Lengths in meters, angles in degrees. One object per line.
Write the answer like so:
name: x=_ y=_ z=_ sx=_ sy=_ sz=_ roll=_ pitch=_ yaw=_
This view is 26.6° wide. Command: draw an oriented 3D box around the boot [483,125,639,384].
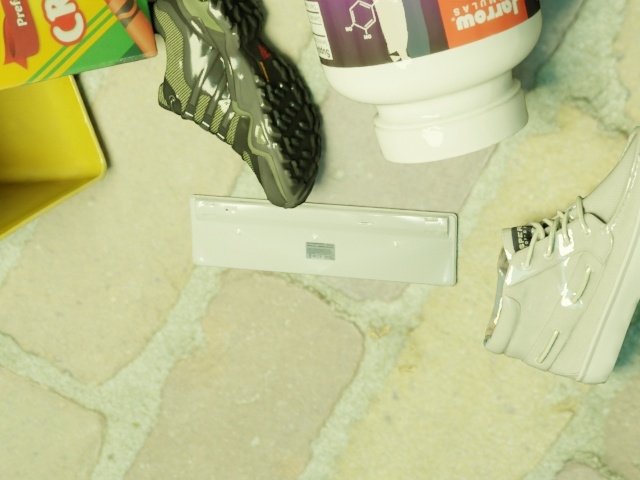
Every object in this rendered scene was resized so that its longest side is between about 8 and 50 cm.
boot: x=0.216 y=0.004 z=1.155 sx=0.123 sy=0.095 sz=0.258 roll=14 pitch=116 yaw=2

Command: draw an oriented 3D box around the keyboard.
keyboard: x=0.000 y=0.000 z=1.263 sx=0.256 sy=0.014 sz=0.072 roll=5 pitch=118 yaw=14

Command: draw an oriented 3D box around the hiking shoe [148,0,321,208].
hiking shoe: x=-0.082 y=-0.128 z=1.205 sx=0.114 sy=0.086 sz=0.227 roll=-18 pitch=101 yaw=36

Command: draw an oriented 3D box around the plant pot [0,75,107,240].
plant pot: x=-0.357 y=-0.107 z=1.219 sx=0.187 sy=0.212 sz=0.212 roll=-6 pitch=111 yaw=35

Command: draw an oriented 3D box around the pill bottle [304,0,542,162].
pill bottle: x=0.068 y=-0.232 z=1.054 sx=0.181 sy=0.181 sz=0.323 roll=-10 pitch=108 yaw=19

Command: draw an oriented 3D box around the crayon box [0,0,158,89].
crayon box: x=-0.289 y=-0.215 z=1.072 sx=0.081 sy=0.318 sz=0.202 roll=2 pitch=107 yaw=45
